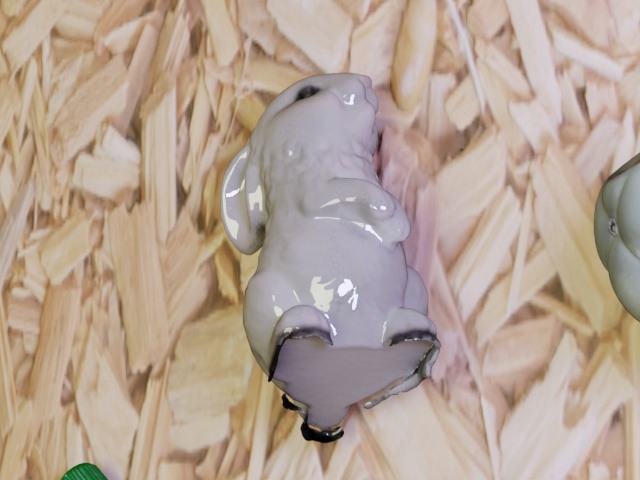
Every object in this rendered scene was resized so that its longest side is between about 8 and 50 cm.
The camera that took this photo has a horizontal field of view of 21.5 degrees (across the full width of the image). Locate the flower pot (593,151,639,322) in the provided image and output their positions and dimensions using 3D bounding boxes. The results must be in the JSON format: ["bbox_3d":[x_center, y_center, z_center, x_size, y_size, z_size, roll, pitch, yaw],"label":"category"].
[{"bbox_3d":[0.362,-0.014,1.480,0.246,0.246,0.195,-35,90,23],"label":"flower pot"}]

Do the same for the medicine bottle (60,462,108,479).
[{"bbox_3d":[-0.192,0.367,1.873,0.111,0.076,0.309,-50,61,9],"label":"medicine bottle"}]

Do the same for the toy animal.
[{"bbox_3d":[0.000,0.000,1.764,0.258,0.194,0.357,-50,41,43],"label":"toy animal"}]
